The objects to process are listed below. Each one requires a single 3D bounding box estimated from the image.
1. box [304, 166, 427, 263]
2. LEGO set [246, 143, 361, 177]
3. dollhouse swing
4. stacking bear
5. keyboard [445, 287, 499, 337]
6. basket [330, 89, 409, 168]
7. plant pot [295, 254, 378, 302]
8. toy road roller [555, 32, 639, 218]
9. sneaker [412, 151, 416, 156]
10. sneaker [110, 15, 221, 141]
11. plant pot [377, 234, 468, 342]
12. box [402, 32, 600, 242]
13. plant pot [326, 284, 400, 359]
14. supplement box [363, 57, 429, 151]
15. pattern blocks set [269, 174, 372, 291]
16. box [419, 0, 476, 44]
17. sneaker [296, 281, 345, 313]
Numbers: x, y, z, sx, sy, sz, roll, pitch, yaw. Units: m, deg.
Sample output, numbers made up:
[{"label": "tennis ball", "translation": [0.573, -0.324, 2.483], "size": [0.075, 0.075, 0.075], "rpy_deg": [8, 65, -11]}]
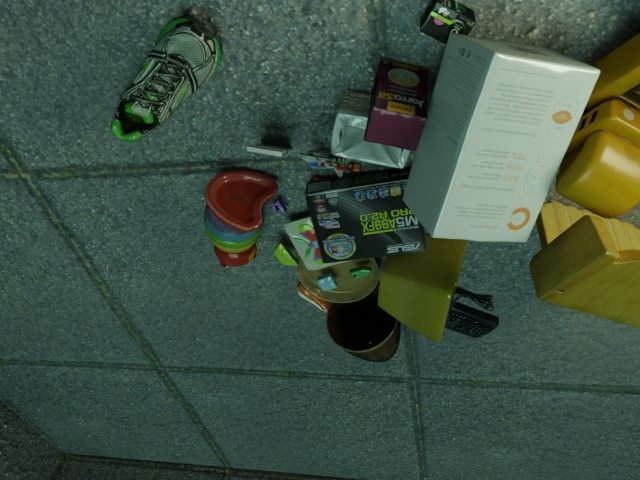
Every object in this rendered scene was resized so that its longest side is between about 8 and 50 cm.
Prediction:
[{"label": "box", "translation": [0.116, -0.058, 1.368], "size": [0.270, 0.060, 0.216], "rpy_deg": [-7, 124, 10]}, {"label": "LEGO set", "translation": [-0.033, -0.175, 1.241], "size": [0.244, 0.182, 0.060], "rpy_deg": [9, 102, 1]}, {"label": "dollhouse swing", "translation": [0.651, 0.002, 1.138], "size": [0.347, 0.304, 0.315], "rpy_deg": [16, 150, -4]}, {"label": "stacking bear", "translation": [-0.221, -0.033, 1.451], "size": [0.164, 0.175, 0.289], "rpy_deg": [21, 145, 3]}, {"label": "keyboard", "translation": [0.386, 0.203, 1.650], "size": [0.317, 0.033, 0.201], "rpy_deg": [19, 136, -9]}, {"label": "basket", "translation": [0.114, -0.240, 1.188], "size": [0.167, 0.103, 0.113], "rpy_deg": [12, 137, 1]}, {"label": "plant pot", "translation": [0.048, 0.079, 1.570], "size": [0.236, 0.032, 0.236], "rpy_deg": [6, 126, 8]}, {"label": "toy road roller", "translation": [0.558, -0.189, 1.003], "size": [0.203, 0.240, 0.329], "rpy_deg": [24, 156, -13]}, {"label": "sneaker", "translation": [0.273, -0.117, 1.265], "size": [0.111, 0.129, 0.297], "rpy_deg": [-14, 132, 24]}, {"label": "sneaker", "translation": [-0.328, -0.321, 1.169], "size": [0.134, 0.146, 0.343], "rpy_deg": [33, 132, -21]}, {"label": "plant pot", "translation": [0.263, 0.105, 1.461], "size": [0.187, 0.212, 0.212], "rpy_deg": [16, 139, 16]}, {"label": "box", "translation": [0.321, -0.185, 1.045], "size": [0.215, 0.168, 0.345], "rpy_deg": [3, 120, -17]}, {"label": "plant pot", "translation": [0.154, 0.278, 1.672], "size": [0.215, 0.215, 0.230], "rpy_deg": [-7, 145, 19]}, {"label": "supplement box", "translation": [0.151, -0.269, 1.086], "size": [0.104, 0.188, 0.080], "rpy_deg": [12, 137, 0]}, {"label": "pattern blocks set", "translation": [0.000, 0.000, 1.480], "size": [0.285, 0.026, 0.325], "rpy_deg": [-29, 117, 29]}, {"label": "box", "translation": [0.234, -0.406, 1.024], "size": [0.083, 0.052, 0.062], "rpy_deg": [21, 136, -12]}, {"label": "sneaker", "translation": [0.012, 0.171, 1.677], "size": [0.175, 0.064, 0.067], "rpy_deg": [30, 125, -22]}]
